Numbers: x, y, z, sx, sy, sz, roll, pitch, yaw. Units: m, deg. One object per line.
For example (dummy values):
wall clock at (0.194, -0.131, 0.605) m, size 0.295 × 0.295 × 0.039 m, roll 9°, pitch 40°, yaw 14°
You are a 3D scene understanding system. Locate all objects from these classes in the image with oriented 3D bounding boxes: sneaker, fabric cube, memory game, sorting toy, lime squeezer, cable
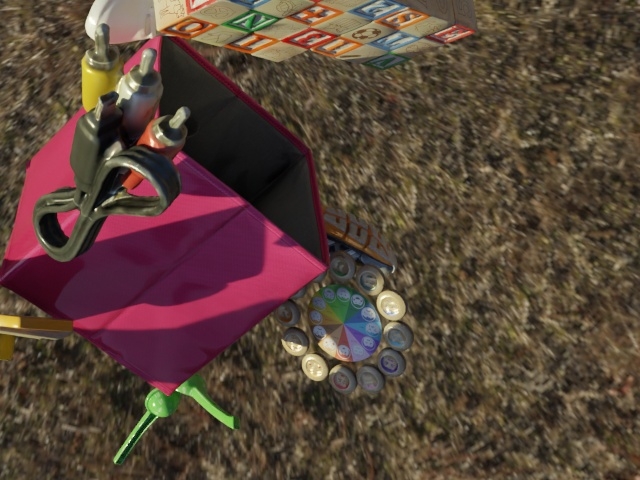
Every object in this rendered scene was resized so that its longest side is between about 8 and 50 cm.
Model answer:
sneaker at (-0.148, -0.249, 1.203) m, size 0.212 × 0.080 × 0.094 m, roll -27°, pitch 64°, yaw -34°
fabric cube at (-0.175, -0.035, 1.274) m, size 0.258 × 0.254 × 0.259 m, roll -39°, pitch 121°, yaw 21°
memory game at (0.024, 0.098, 1.300) m, size 0.186 × 0.012 × 0.186 m, roll 12°, pitch 115°, yaw 26°
sorting toy at (-0.379, 0.095, 1.139) m, size 0.196 × 0.347 × 0.047 m, roll 8°, pitch 84°, yaw -37°
sneaker at (0.000, 0.000, 1.476) m, size 0.214 × 0.084 × 0.083 m, roll 24°, pitch 108°, yaw -2°
lime squeezer at (-0.219, 0.261, 1.692) m, size 0.058 × 0.310 × 0.110 m, roll -1°, pitch 73°, yaw -46°
cable at (-0.176, -0.051, 0.958) m, size 0.072 × 0.287 × 0.139 m, roll -36°, pitch 78°, yaw -33°

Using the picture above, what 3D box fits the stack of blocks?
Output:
stack of blocks at (0.000, -0.245, 1.091) m, size 0.171 × 0.297 × 0.087 m, roll -16°, pitch 77°, yaw 39°
